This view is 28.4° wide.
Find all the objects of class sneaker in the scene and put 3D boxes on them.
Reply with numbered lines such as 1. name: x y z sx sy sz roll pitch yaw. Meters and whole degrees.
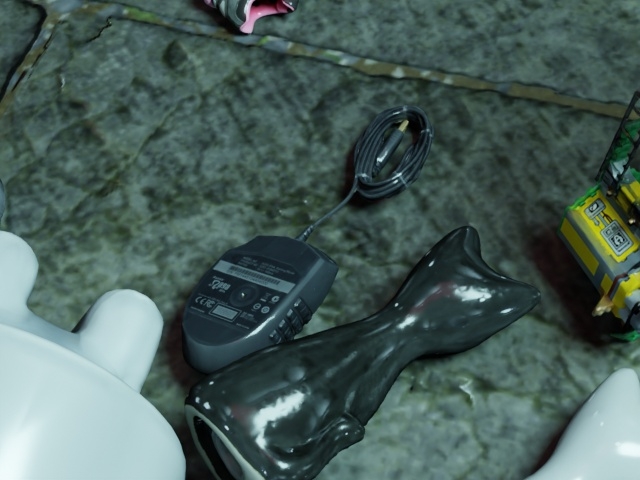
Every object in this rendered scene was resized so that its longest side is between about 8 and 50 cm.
1. sneaker: -0.024 -0.190 0.919 0.119 0.047 0.057 -33 65 -6

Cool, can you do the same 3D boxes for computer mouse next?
1. computer mouse: 0.000 0.000 0.793 0.071 0.041 0.242 19 54 38

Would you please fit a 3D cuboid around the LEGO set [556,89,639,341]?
1. LEGO set: 0.283 -0.036 0.631 0.255 0.331 0.192 -13 55 -26

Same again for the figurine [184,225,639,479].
1. figurine: 0.072 0.106 0.682 0.209 0.092 0.215 -34 60 -20

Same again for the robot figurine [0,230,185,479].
1. robot figurine: -0.188 0.172 0.597 0.300 0.200 0.353 25 58 -10

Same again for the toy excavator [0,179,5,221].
1. toy excavator: -0.499 -0.015 0.776 0.433 0.222 0.445 35 75 27
